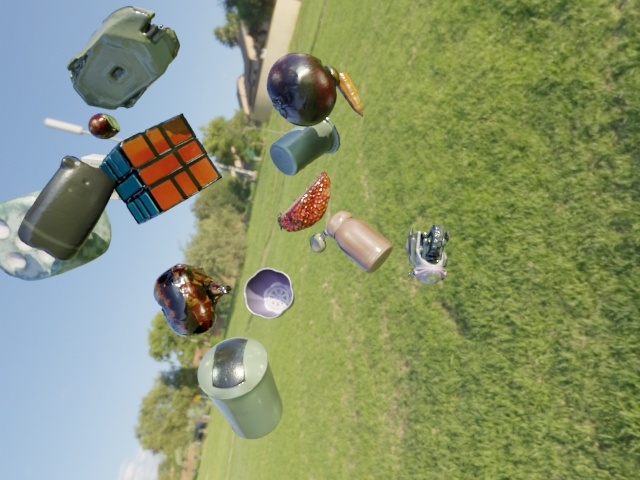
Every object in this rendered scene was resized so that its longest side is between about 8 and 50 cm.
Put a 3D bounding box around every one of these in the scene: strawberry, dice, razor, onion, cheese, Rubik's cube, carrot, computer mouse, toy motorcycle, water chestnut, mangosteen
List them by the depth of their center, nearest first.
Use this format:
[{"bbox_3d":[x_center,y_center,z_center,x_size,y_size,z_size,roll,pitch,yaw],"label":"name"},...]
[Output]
[{"bbox_3d":[-0.633,-0.584,1.516,0.429,0.228,0.145,-26,49,31],"label":"computer mouse"},{"bbox_3d":[0.346,0.052,1.577,0.327,0.143,0.187,107,167,-85],"label":"toy motorcycle"},{"bbox_3d":[-0.041,-0.108,1.607,0.236,0.107,0.175,-37,16,36],"label":"strawberry"},{"bbox_3d":[-0.868,-0.111,1.633,0.114,0.205,0.348,18,78,59],"label":"razor"},{"bbox_3d":[-0.594,-0.256,1.750,0.294,0.283,0.289,-38,16,-36],"label":"Rubik's cube"},{"bbox_3d":[-0.491,0.219,1.846,0.300,0.301,0.299,-166,90,-83],"label":"water chestnut"},{"bbox_3d":[-0.061,-0.610,1.895,0.293,0.297,0.297,-33,15,6],"label":"mangosteen"},{"bbox_3d":[-1.097,-0.042,1.923,0.328,0.349,0.330,-68,-39,-70],"label":"dice"},{"bbox_3d":[-0.897,-0.467,1.952,0.117,0.119,0.118,53,-135,-64],"label":"onion"},{"bbox_3d":[0.130,-0.618,2.031,0.204,0.072,0.072,63,168,3],"label":"carrot"},{"bbox_3d":[-0.005,-0.004,2.400,0.048,0.092,0.171,-30,-33,-34],"label":"cheese"}]

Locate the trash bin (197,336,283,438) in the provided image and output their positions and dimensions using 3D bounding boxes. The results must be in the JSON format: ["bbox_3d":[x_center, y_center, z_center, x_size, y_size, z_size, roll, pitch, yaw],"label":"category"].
[{"bbox_3d":[-0.318,0.600,1.946,0.280,0.281,0.431,-85,-14,-48],"label":"trash bin"}]

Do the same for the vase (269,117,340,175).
[{"bbox_3d":[-0.083,-0.448,2.275,0.291,0.245,0.245,-44,-9,-27],"label":"vase"}]

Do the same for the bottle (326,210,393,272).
[{"bbox_3d":[0.163,0.004,2.137,0.173,0.297,0.206,-45,-20,-14],"label":"bottle"}]

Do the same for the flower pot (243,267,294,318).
[{"bbox_3d":[-0.251,0.298,2.519,0.243,0.266,0.264,66,-145,-72],"label":"flower pot"}]

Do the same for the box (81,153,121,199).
[{"bbox_3d":[-1.005,-0.305,2.303,0.111,0.261,0.194,-79,-7,-70],"label":"box"}]
